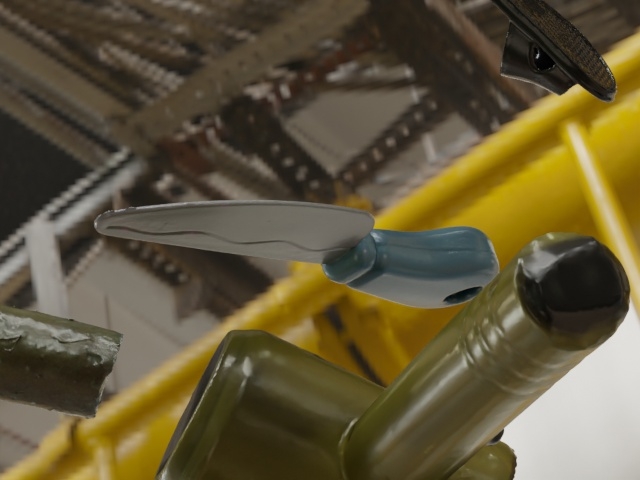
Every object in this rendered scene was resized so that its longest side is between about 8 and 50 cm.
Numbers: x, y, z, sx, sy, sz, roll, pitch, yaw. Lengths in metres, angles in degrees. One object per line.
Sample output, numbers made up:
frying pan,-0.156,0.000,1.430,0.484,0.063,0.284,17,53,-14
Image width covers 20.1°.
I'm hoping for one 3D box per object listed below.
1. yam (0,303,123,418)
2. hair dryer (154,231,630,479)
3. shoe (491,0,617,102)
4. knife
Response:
yam,-0.335,0.113,1.831,0.259,0.106,0.106,13,-48,-3
hair dryer,0.031,0.062,0.688,0.135,0.090,0.278,28,-29,-4
shoe,0.141,-0.146,1.291,0.159,0.062,0.053,45,-64,1
knife,0.002,-0.001,0.812,0.058,0.032,0.244,-24,-23,34
